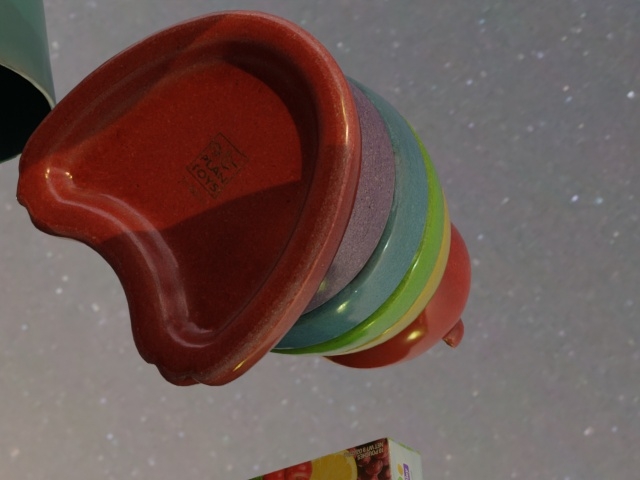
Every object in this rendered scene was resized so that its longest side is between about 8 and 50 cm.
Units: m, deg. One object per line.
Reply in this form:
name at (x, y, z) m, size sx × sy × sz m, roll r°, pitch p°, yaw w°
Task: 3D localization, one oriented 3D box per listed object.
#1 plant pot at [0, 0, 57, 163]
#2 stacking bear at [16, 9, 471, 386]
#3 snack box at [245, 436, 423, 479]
plant pot at (-0.341, -0.199, 0.925) m, size 0.293 × 0.293 × 0.235 m, roll -26°, pitch -116°, yaw 52°
stacking bear at (0.000, 0.000, 0.721) m, size 0.175 × 0.164 × 0.289 m, roll 46°, pitch 6°, yaw 28°
snack box at (0.009, 0.183, 0.660) m, size 0.100 × 0.141 × 0.037 m, roll -22°, pitch -35°, yaw 28°
